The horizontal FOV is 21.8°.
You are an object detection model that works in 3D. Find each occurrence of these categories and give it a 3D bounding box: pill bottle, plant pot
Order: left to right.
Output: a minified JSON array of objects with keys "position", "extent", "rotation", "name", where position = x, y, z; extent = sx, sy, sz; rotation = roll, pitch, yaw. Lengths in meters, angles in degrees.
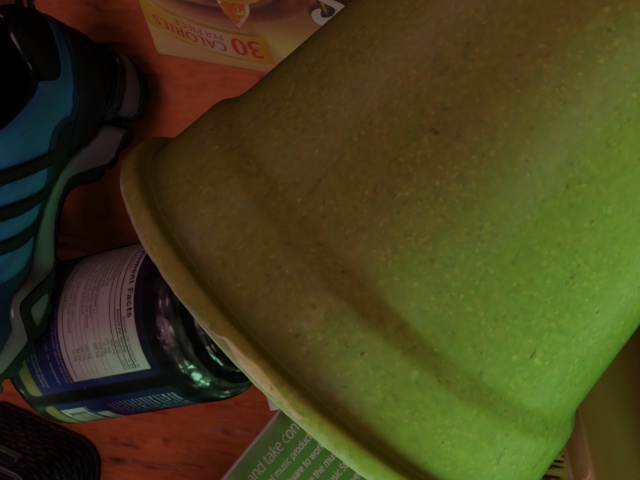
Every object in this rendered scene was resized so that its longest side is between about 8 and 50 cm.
[{"position":[-0.112,0.059,1.180],"extent":[0.219,0.123,0.122],"rotation":[-12,98,35],"name":"pill bottle"},{"position":[0.088,-0.042,0.814],"extent":[0.276,0.276,0.254],"rotation":[46,104,13],"name":"plant pot"}]

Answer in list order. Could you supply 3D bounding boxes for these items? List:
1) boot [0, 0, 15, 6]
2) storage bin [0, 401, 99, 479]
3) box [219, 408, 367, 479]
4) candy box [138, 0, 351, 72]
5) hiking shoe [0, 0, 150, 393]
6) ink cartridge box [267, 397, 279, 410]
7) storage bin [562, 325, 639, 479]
[{"position":[-0.326,-0.095,1.285],"extent":[0.211,0.104,0.295],"rotation":[3,111,32],"name":"boot"},{"position":[-0.257,0.238,1.356],"extent":[0.122,0.084,0.180],"rotation":[19,115,27],"name":"storage bin"},{"position":[0.065,0.236,0.937],"extent":[0.322,0.058,0.232],"rotation":[46,120,14],"name":"box"},{"position":[0.022,-0.184,0.997],"extent":[0.317,0.087,0.183],"rotation":[12,140,29],"name":"candy box"},{"position":[-0.242,-0.022,1.155],"extent":[0.113,0.132,0.304],"rotation":[10,73,44],"name":"hiking shoe"},{"position":[0.000,0.000,1.093],"extent":[0.067,0.115,0.198],"rotation":[-7,100,35],"name":"ink cartridge box"},{"position":[0.262,0.051,0.895],"extent":[0.262,0.123,0.260],"rotation":[-19,78,35],"name":"storage bin"}]
